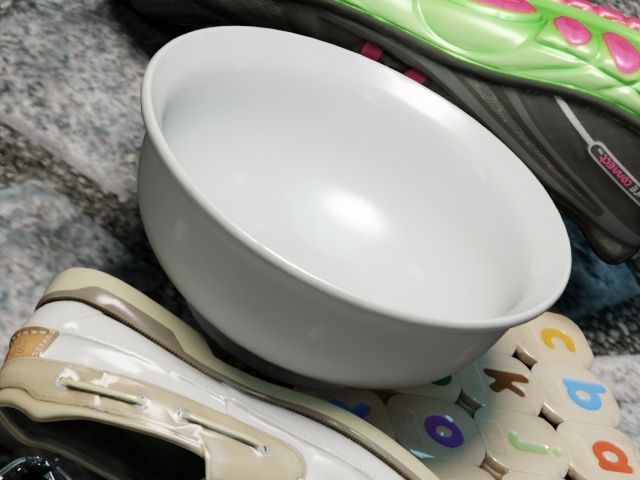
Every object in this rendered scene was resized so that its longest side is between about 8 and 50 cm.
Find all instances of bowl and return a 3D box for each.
[{"bbox_3d":[0.000,0.000,1.170,0.298,0.134,0.298,21,31,-14],"label":"bowl"}]

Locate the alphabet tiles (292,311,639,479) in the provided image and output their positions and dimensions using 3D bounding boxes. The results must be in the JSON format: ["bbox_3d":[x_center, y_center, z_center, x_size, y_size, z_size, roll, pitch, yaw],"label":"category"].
[{"bbox_3d":[0.089,0.098,1.264,0.278,0.021,0.284,11,39,-28],"label":"alphabet tiles"}]

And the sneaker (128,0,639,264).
[{"bbox_3d":[0.048,-0.116,1.355,0.483,0.202,0.185,23,23,18],"label":"sneaker"}]

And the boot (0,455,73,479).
[{"bbox_3d":[-0.240,0.191,0.844,0.246,0.207,0.094,-12,57,-39],"label":"boot"}]

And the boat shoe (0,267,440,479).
[{"bbox_3d":[-0.056,0.139,1.098,0.302,0.113,0.103,29,52,0],"label":"boat shoe"}]
